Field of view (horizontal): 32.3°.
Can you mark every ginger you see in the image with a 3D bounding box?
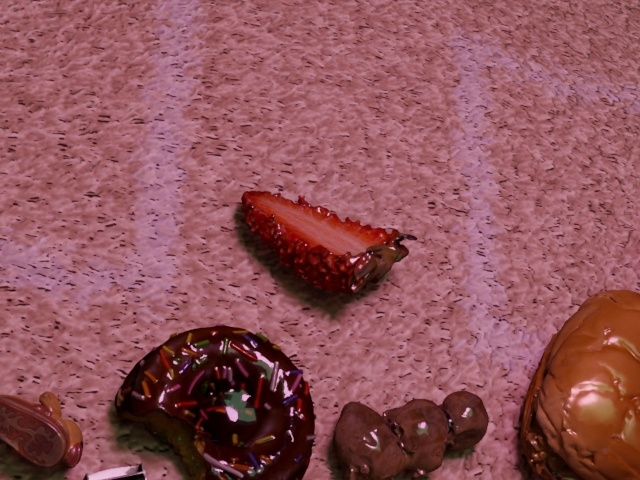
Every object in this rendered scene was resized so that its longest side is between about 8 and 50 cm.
[{"bbox_3d":[0.111,0.225,1.295,0.204,0.080,0.104,-6,55,-23],"label":"ginger"}]

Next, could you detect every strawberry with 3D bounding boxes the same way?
[{"bbox_3d":[0.000,0.006,1.410,0.208,0.087,0.167,28,26,30],"label":"strawberry"}]

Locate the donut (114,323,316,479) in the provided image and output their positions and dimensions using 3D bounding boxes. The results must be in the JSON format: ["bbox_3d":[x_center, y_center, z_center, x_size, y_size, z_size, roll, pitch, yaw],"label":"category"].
[{"bbox_3d":[-0.101,0.194,1.220,0.216,0.096,0.230,-15,64,-29],"label":"donut"}]

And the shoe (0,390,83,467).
[{"bbox_3d":[-0.298,0.194,1.159,0.109,0.069,0.072,13,90,0],"label":"shoe"}]

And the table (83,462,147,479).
[{"bbox_3d":[-0.229,0.312,1.113,0.146,0.062,0.175,-6,63,-25],"label":"table"}]

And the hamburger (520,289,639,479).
[{"bbox_3d":[0.401,0.223,1.365,0.318,0.158,0.319,10,58,-17],"label":"hamburger"}]
